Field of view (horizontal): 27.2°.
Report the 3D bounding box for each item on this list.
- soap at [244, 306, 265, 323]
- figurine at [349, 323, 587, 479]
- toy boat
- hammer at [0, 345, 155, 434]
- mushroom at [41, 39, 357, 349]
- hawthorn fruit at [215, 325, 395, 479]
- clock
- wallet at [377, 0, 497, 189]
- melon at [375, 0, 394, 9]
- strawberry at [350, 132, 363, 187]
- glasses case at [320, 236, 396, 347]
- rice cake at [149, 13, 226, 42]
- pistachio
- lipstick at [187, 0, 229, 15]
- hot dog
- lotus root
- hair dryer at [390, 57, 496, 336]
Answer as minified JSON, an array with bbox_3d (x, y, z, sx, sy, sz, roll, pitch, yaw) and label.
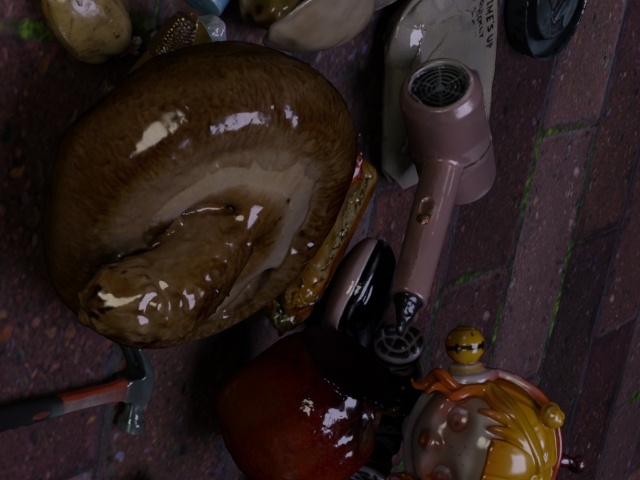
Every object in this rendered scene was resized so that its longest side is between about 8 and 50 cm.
[{"bbox_3d":[-0.088,0.038,1.575,0.089,0.033,0.168,-66,151,-22],"label":"soap"},{"bbox_3d":[0.207,0.279,1.907,0.196,0.323,0.320,-6,114,-56],"label":"figurine"},{"bbox_3d":[-0.165,-0.160,1.290,0.149,0.047,0.049,-50,143,13],"label":"toy boat"},{"bbox_3d":[-0.273,0.171,1.361,0.287,0.033,0.111,-9,116,-56],"label":"hammer"},{"bbox_3d":[-0.116,-0.044,1.269,0.345,0.345,0.239,-23,82,-51],"label":"mushroom"},{"bbox_3d":[-0.041,0.204,1.581,0.189,0.251,0.190,31,51,-49],"label":"hawthorn fruit"},{"bbox_3d":[0.348,-0.382,2.009,0.215,0.042,0.215,-35,136,-43],"label":"clock"},{"bbox_3d":[0.172,-0.226,1.787,0.274,0.068,0.335,-31,136,-37],"label":"wallet"},{"bbox_3d":[0.064,-0.362,1.524,0.139,0.093,0.203,36,72,-51],"label":"melon"},{"bbox_3d":[-0.030,-0.076,1.536,0.146,0.082,0.187,25,90,-17],"label":"strawberry"},{"bbox_3d":[0.049,0.078,1.696,0.314,0.075,0.122,84,31,-77],"label":"glasses case"},{"bbox_3d":[-0.133,-0.126,1.383,0.080,0.042,0.222,-16,127,-22],"label":"rice cake"},{"bbox_3d":[-0.011,-0.265,1.411,0.152,0.126,0.223,-37,178,33],"label":"pistachio"},{"bbox_3d":[-0.084,-0.307,1.358,0.158,0.048,0.048,-61,149,-14],"label":"lipstick"},{"bbox_3d":[0.000,0.000,1.600,0.115,0.072,0.269,-49,-170,49],"label":"hot dog"},{"bbox_3d":[-0.210,-0.202,1.209,0.152,0.063,0.072,38,66,-57],"label":"lotus root"},{"bbox_3d":[0.135,-0.040,1.618,0.189,0.106,0.344,71,29,-53],"label":"hair dryer"}]
